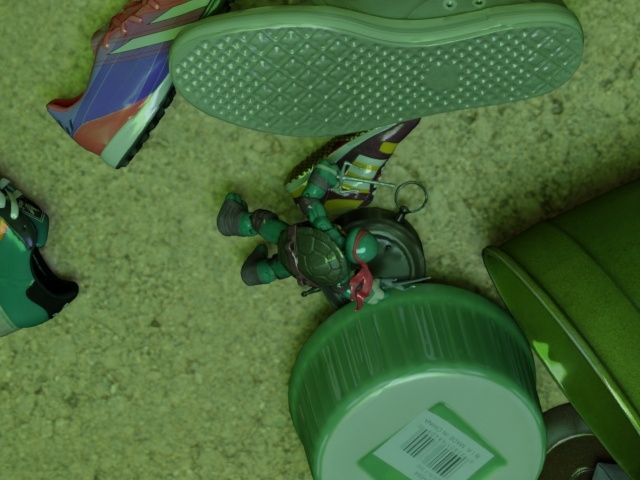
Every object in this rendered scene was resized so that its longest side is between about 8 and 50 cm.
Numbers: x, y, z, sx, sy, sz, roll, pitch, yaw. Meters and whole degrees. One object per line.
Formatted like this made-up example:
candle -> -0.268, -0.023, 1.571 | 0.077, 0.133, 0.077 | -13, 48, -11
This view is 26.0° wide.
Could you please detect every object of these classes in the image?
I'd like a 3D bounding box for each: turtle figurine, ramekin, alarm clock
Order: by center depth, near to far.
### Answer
turtle figurine -> 0.000, 0.000, 1.547 | 0.234, 0.118, 0.175 | 0, 107, 36
ramekin -> 0.118, 0.215, 1.628 | 0.303, 0.148, 0.303 | -3, 121, -5
alarm clock -> 0.069, 0.014, 1.641 | 0.129, 0.064, 0.192 | 27, 103, -9

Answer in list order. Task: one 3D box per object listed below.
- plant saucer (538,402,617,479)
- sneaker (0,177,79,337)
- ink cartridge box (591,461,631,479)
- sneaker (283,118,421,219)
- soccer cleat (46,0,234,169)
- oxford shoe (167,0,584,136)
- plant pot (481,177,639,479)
plant saucer -> 0.334, 0.299, 1.750 | 0.199, 0.036, 0.198 | 0, 109, 0
sneaker -> -0.381, -0.035, 1.601 | 0.121, 0.108, 0.302 | -21, 116, 6
ink cartridge box -> 0.470, 0.410, 1.718 | 0.306, 0.131, 0.226 | 9, 109, -12
sneaker -> 0.051, -0.088, 1.604 | 0.185, 0.069, 0.084 | -32, 108, 18
soccer cleat -> -0.184, -0.231, 1.535 | 0.116, 0.108, 0.318 | 33, 108, -7
oxford shoe -> 0.058, -0.214, 1.510 | 0.449, 0.130, 0.169 | -7, 140, -7
plant pot -> 0.426, 0.058, 1.531 | 0.353, 0.366, 0.366 | -35, 106, -1
